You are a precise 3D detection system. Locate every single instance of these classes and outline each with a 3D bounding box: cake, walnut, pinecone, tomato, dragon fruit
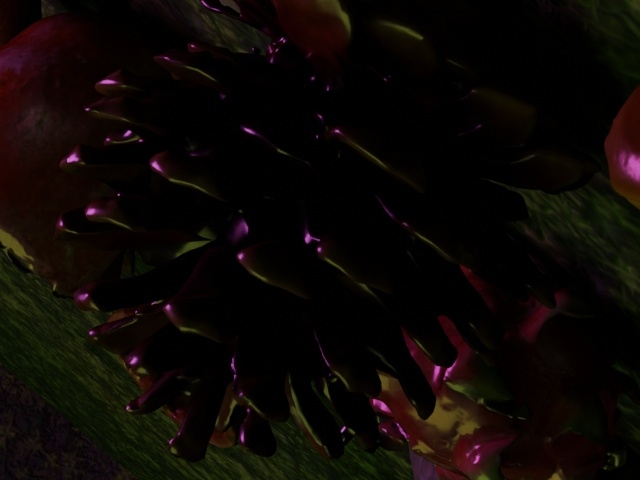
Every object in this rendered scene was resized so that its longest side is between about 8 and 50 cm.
[{"bbox_3d":[0.152,-0.043,0.792,0.044,0.084,0.084,42,166,-26],"label":"cake"},{"bbox_3d":[-0.113,0.110,1.859,0.167,0.087,0.211,51,162,-5],"label":"walnut"},{"bbox_3d":[-0.011,-0.016,0.952,0.264,0.264,0.264,39,164,13],"label":"pinecone"},{"bbox_3d":[-0.151,-0.070,1.325,0.181,0.155,0.214,44,-168,-7],"label":"tomato"},{"bbox_3d":[0.078,0.060,1.158,0.236,0.137,0.135,41,162,16],"label":"dragon fruit"}]

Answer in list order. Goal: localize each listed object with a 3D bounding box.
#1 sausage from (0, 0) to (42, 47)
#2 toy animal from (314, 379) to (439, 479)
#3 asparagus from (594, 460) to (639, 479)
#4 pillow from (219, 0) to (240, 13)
[{"bbox_3d":[-0.247,-0.193,1.325,0.109,0.109,0.270,37,164,19],"label":"sausage"},{"bbox_3d":[0.110,0.190,1.284,0.324,0.090,0.195,59,162,15],"label":"toy animal"},{"bbox_3d":[0.211,0.196,1.309,0.287,0.080,0.080,39,165,11],"label":"asparagus"},{"bbox_3d":[-0.150,-0.230,1.054,0.280,0.076,0.274,25,164,35],"label":"pillow"}]
